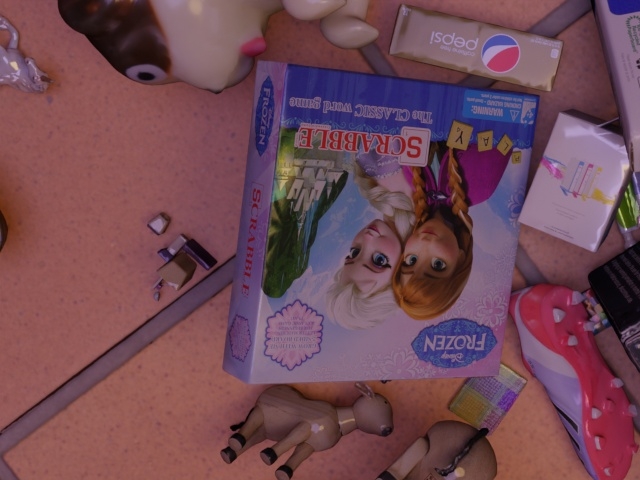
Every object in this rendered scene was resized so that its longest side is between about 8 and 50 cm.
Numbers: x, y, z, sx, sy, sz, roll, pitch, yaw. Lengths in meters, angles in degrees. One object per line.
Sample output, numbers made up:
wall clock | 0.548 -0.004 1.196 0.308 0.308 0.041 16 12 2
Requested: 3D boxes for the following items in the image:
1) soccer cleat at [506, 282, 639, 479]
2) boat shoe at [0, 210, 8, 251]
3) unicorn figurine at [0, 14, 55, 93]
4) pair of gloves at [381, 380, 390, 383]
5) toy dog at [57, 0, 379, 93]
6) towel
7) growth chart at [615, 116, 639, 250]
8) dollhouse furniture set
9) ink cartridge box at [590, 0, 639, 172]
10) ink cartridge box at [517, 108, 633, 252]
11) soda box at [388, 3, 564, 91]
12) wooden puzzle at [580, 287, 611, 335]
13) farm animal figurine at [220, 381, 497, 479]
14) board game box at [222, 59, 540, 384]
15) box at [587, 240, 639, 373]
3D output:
soccer cleat | 0.279 0.159 1.329 0.083 0.095 0.248 -33 108 -30
boat shoe | -0.481 -0.078 1.376 0.307 0.104 0.111 37 91 3
unicorn figurine | -0.376 -0.203 1.373 0.162 0.060 0.111 -24 94 26
pair of gloves | 0.057 0.124 1.377 0.083 0.010 0.074 13 97 3
toy dog | -0.095 -0.340 1.206 0.395 0.284 0.408 34 102 5
towel | 0.191 0.178 1.367 0.060 0.009 0.083 34 99 3
growth chart | 0.412 -0.109 1.298 0.237 0.021 0.172 -24 93 9
dollhouse furniture set | -0.187 0.034 1.346 0.091 0.114 0.081 43 104 -2
ink cartridge box | 0.431 -0.225 1.172 0.307 0.072 0.303 -8 54 8
ink cartridge box | 0.282 -0.075 1.265 0.090 0.092 0.143 23 105 15
soda box | 0.168 -0.209 1.295 0.181 0.061 0.058 13 99 6
wooden puzzle | 0.306 0.080 1.342 0.083 0.006 0.049 -31 92 10
farm animal figurine | 0.082 0.272 1.306 0.330 0.172 0.327 54 141 -1
board game box | 0.068 -0.012 1.243 0.319 0.066 0.318 1 100 -31
box | 0.598 0.124 1.157 0.472 0.297 0.480 -34 95 11
